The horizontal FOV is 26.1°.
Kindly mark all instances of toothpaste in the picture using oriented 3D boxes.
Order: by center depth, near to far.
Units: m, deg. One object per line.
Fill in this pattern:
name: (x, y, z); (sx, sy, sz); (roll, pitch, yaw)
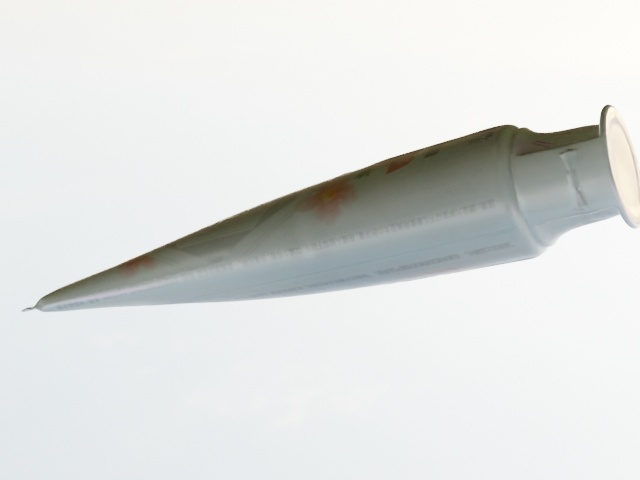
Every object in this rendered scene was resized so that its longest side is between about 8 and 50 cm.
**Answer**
toothpaste: (0.000, 0.000, 0.708); (0.323, 0.066, 0.100); (-14, 180, 25)
